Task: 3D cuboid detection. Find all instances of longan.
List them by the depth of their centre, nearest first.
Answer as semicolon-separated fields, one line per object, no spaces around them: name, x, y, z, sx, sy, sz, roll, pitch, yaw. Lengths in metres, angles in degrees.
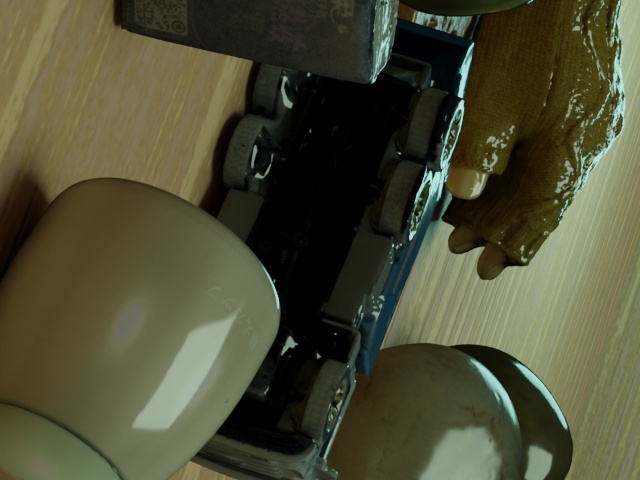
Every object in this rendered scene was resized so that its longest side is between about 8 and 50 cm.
longan;0.151;0.201;2.022;0.220;0.197;0.196;-123;-138;-65

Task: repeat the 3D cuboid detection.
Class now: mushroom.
mushroom;0.078;0.201;1.828;0.226;0.178;0.226;-10;111;-27

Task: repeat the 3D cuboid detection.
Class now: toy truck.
toy truck;0.000;0.000;1.406;0.175;0.146;0.367;84;28;-63

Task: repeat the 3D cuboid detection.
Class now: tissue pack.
tissue pack;-0.034;-0.155;1.111;0.051;0.156;0.112;-59;159;-53

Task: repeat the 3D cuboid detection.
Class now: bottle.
bottle;-0.133;0.095;1.060;0.147;0.147;0.236;83;31;-54

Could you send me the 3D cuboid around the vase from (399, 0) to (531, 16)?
vase;0.091;-0.330;1.306;0.302;0.241;0.329;32;49;-86

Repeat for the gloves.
gloves;0.217;-0.129;1.974;0.203;0.155;0.356;3;108;-65

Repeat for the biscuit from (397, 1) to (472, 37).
biscuit;0.064;-0.121;1.670;0.202;0.047;0.333;28;77;-73
